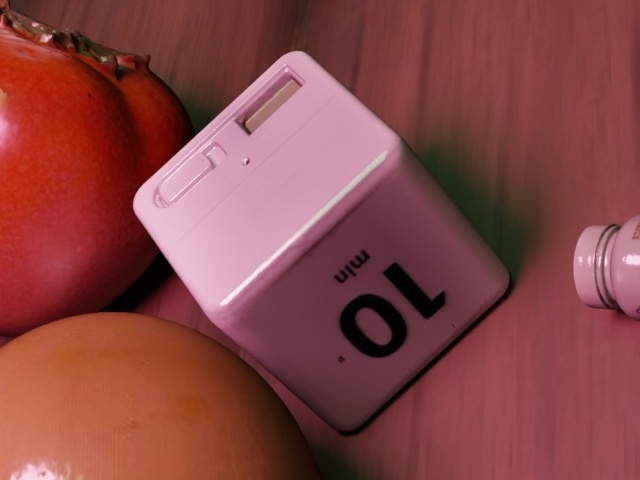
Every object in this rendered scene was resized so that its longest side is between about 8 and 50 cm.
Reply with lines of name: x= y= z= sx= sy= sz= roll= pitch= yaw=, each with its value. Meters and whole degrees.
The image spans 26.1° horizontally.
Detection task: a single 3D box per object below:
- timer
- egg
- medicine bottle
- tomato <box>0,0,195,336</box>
timer: x=0.000 y=0.000 z=1.106 sx=0.192 sy=0.195 sz=0.194 roll=-43 pitch=40 yaw=1
egg: x=-0.139 y=0.228 z=0.945 sx=0.301 sy=0.301 sz=0.374 roll=-22 pitch=53 yaw=23
medicine bottle: x=0.254 y=0.020 z=0.972 sx=0.140 sy=0.079 sz=0.079 roll=1 pitch=57 yaw=39
tomato: x=-0.288 y=-0.059 z=1.328 sx=0.321 sy=0.321 sz=0.321 roll=-22 pitch=45 yaw=24
